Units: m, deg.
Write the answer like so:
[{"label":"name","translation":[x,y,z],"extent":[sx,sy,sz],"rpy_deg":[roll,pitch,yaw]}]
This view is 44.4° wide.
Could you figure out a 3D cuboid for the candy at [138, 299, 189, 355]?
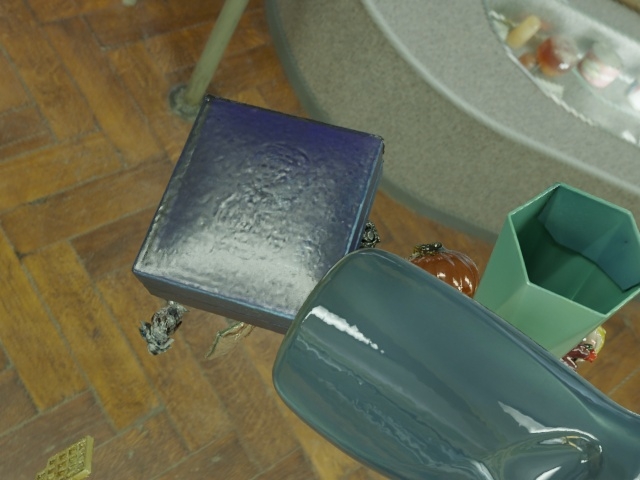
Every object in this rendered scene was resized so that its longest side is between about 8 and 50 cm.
[{"label":"candy","translation":[-0.322,0.163,1.622],"extent":[0.093,0.051,0.226],"rpy_deg":[64,11,-10]}]

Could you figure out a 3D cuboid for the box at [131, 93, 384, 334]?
[{"label":"box","translation":[-0.075,-0.031,1.062],"extent":[0.262,0.116,0.278],"rpy_deg":[15,71,9]}]

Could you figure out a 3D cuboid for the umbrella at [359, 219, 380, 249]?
[{"label":"umbrella","translation":[0.000,0.000,1.846],"extent":[0.118,0.340,0.118],"rpy_deg":[3,84,-38]}]

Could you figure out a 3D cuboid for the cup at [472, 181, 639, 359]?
[{"label":"cup","translation":[0.222,0.066,0.828],"extent":[0.148,0.235,0.134],"rpy_deg":[28,56,5]}]

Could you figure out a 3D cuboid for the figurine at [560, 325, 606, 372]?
[{"label":"figurine","translation":[0.558,0.222,1.707],"extent":[0.234,0.185,0.127],"rpy_deg":[22,100,-32]}]

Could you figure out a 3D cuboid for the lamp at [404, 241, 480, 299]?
[{"label":"lamp","translation":[0.277,0.103,1.912],"extent":[0.223,0.223,0.196],"rpy_deg":[-11,92,-30]}]

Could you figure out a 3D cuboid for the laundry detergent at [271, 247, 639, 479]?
[{"label":"laundry detergent","translation":[0.076,0.084,0.348],"extent":[0.206,0.061,0.096],"rpy_deg":[30,86,32]}]

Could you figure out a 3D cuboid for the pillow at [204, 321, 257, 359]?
[{"label":"pillow","translation":[-0.176,0.205,1.880],"extent":[0.043,0.126,0.233],"rpy_deg":[48,49,9]}]

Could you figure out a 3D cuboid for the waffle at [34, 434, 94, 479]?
[{"label":"waffle","translation":[-0.471,0.420,1.433],"extent":[0.021,0.135,0.092],"rpy_deg":[49,16,-35]}]
